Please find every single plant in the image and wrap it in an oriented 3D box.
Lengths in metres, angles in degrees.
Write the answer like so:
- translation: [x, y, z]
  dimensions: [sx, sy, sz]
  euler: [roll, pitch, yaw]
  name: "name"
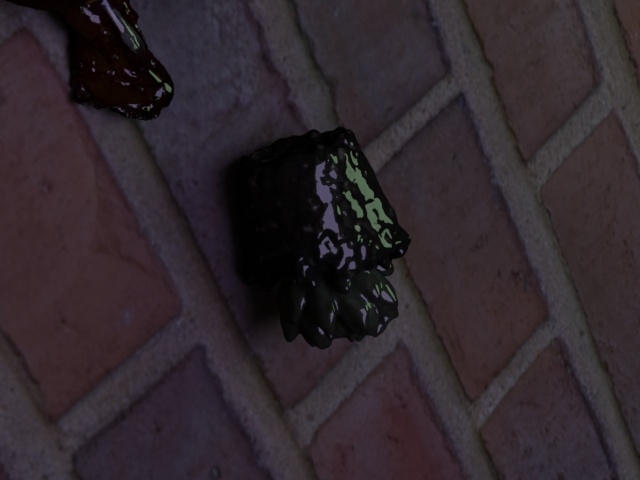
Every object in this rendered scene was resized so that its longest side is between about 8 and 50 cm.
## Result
- translation: [0.000, 0.000, 1.535]
  dimensions: [0.129, 0.132, 0.194]
  euler: [-23, 105, -38]
  name: "plant"

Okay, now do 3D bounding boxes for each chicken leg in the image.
- translation: [-0.194, -0.178, 1.387]
  dimensions: [0.093, 0.053, 0.205]
  euler: [-43, 117, -15]
  name: "chicken leg"

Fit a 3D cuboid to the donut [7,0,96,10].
- translation: [-0.214, -0.256, 1.311]
  dimensions: [0.184, 0.073, 0.166]
  euler: [-29, 87, -40]
  name: "donut"
